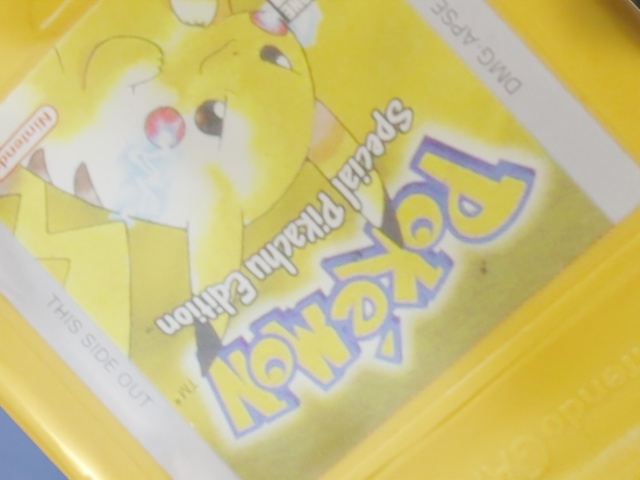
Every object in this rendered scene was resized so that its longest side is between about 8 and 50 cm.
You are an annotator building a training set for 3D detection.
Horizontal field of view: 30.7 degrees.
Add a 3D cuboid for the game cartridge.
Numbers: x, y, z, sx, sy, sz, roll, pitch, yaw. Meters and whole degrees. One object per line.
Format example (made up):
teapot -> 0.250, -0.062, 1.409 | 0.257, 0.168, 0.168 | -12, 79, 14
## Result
game cartridge -> 0.000, 0.000, 0.441 | 0.323, 0.285, 0.053 | 48, -166, 2
